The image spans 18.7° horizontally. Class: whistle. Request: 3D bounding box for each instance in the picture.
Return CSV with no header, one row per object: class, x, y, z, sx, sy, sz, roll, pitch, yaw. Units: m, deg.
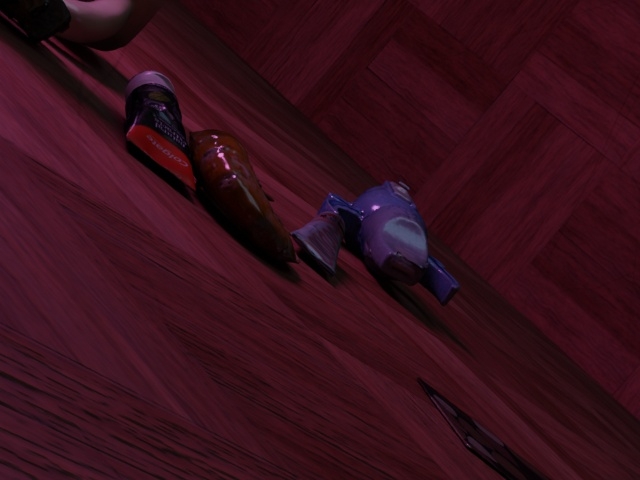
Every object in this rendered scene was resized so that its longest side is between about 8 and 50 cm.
whistle,0.076,-0.002,2.198,0.180,0.093,0.269,33,12,-11

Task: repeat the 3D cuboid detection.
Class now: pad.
pad,0.179,0.201,1.583,0.235,0.003,0.158,38,5,-20

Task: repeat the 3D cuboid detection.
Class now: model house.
model house,-0.254,-0.203,1.656,0.083,0.066,0.079,57,-12,-19

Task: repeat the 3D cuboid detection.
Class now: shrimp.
shrimp,-0.068,-0.034,1.625,0.132,0.052,0.187,61,0,-27

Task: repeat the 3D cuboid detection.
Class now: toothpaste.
toothpaste,-0.134,-0.091,1.612,0.071,0.045,0.193,39,11,-18
toothpaste,0.000,0.000,1.855,0.056,0.036,0.205,42,9,-2

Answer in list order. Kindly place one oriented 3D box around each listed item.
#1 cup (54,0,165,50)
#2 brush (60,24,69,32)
cup,-0.231,-0.292,1.873,0.202,0.173,0.255,38,5,-14
brush,-0.331,-0.291,1.733,0.301,0.071,0.084,42,2,8
